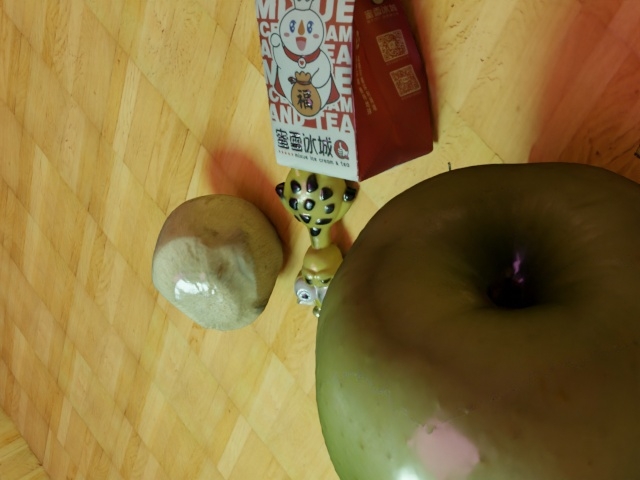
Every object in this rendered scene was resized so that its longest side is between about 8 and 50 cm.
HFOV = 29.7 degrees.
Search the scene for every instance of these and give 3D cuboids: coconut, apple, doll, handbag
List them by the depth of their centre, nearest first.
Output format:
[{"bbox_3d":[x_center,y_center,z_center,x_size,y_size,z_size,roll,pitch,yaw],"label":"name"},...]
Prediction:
[{"bbox_3d":[0.213,0.154,1.249,0.474,0.474,0.473,34,139,37],"label":"apple"},{"bbox_3d":[0.031,-0.236,1.500,0.171,0.151,0.298,15,118,45],"label":"handbag"},{"bbox_3d":[0.000,0.000,1.764,0.117,0.086,0.291,7,125,19],"label":"doll"},{"bbox_3d":[-0.161,0.032,1.919,0.224,0.224,0.224,34,139,37],"label":"coconut"}]

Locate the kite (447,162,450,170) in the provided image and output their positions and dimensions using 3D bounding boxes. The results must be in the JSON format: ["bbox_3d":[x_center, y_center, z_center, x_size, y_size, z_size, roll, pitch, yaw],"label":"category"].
[{"bbox_3d":[0.173,-0.059,1.549,0.044,0.002,0.078,39,142,32],"label":"kite"}]

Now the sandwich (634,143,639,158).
[{"bbox_3d":[0.427,-0.098,1.070,0.155,0.227,0.198,43,108,31],"label":"sandwich"}]
